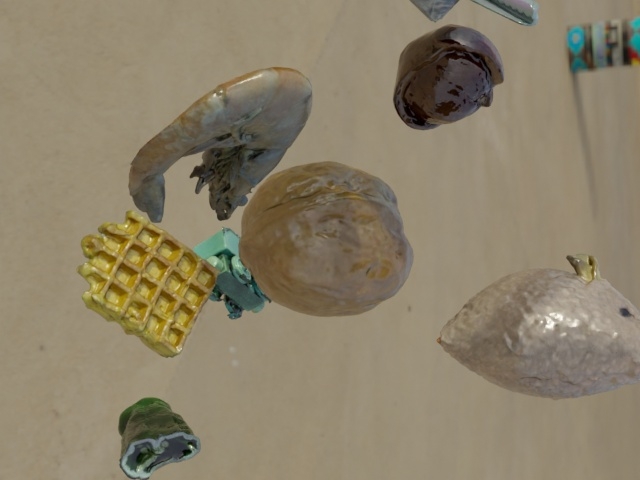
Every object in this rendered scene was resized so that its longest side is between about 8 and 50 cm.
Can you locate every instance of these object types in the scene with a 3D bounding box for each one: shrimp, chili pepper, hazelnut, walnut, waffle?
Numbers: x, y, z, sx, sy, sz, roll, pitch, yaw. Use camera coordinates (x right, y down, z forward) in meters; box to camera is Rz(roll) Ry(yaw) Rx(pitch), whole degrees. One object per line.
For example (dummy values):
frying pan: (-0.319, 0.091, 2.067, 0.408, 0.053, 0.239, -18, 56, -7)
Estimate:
shrimp: (-0.111, -0.076, 0.928, 0.178, 0.289, 0.075, -19, 82, -28)
chili pepper: (-0.313, 0.356, 1.730, 0.099, 0.136, 0.270, 59, -13, -10)
hazelnut: (0.218, -0.287, 1.638, 0.170, 0.201, 0.161, -5, 77, -30)
walnut: (0.002, -0.001, 1.813, 0.343, 0.306, 0.306, -5, 94, -31)
waffle: (-0.271, 0.058, 1.404, 0.211, 0.055, 0.160, 36, 62, -25)

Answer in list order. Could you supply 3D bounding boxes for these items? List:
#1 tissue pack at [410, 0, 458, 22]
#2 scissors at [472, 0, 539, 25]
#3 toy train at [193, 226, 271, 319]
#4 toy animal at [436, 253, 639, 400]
tissue pack: (0.133, -0.533, 1.397, 0.361, 0.259, 0.122, 41, 44, -9)
scissors: (0.165, -0.330, 1.167, 0.125, 0.256, 0.030, -26, 141, -38)
toy train: (-0.198, 0.074, 2.145, 0.203, 0.112, 0.163, 47, 19, -44)
toy animal: (0.372, 0.150, 1.557, 0.227, 0.358, 0.188, -86, 180, -49)
